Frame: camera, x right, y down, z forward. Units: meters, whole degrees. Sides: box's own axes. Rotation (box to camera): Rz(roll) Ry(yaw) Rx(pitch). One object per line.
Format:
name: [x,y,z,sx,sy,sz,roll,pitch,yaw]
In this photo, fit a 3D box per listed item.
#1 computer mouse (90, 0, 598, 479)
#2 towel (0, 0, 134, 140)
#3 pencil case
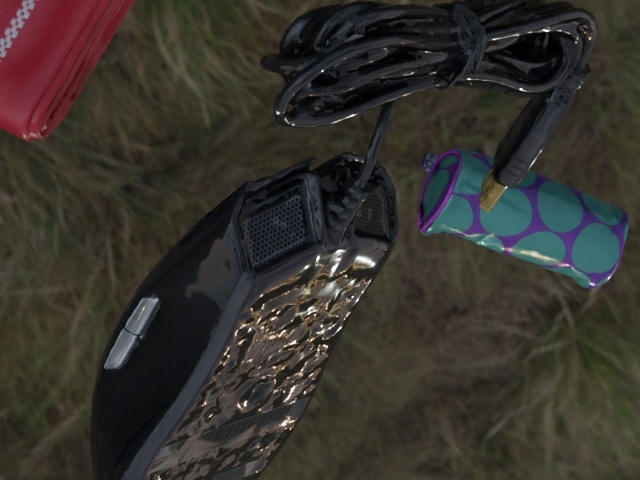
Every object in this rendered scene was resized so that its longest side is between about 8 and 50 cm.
computer mouse: [0.000,0.000,0.539,0.184,0.060,0.262,-18,144,-44]
towel: [-0.201,-0.182,0.680,0.199,0.274,0.031,-62,169,-14]
pencil case: [0.142,-0.015,0.984,0.151,0.065,0.070,19,140,-20]
